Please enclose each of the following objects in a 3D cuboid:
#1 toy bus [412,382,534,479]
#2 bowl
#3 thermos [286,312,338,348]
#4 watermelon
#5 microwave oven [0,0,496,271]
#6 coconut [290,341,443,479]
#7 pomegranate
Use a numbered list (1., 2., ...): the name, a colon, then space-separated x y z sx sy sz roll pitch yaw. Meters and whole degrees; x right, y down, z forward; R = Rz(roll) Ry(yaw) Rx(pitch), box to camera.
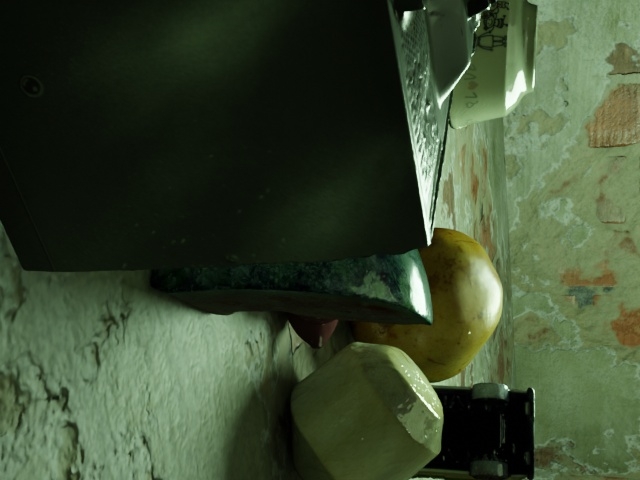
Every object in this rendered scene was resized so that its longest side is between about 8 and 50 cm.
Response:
1. toy bus: 0.175 0.306 1.523 0.179 0.306 0.143 75 17 -70
2. bowl: 0.254 -0.282 1.423 0.238 0.127 0.237 2 90 -78
3. thermos: -0.005 0.006 1.217 0.110 0.136 0.330 -31 153 -27
4. watermelon: -0.027 0.018 1.054 0.226 0.319 0.148 143 -47 -61
5. microwave oven: -0.048 -0.201 0.771 0.432 0.375 0.236 -73 154 -51
6. coconut: 0.054 0.258 1.334 0.202 0.222 0.202 47 10 -11
7. pomegranate: 0.173 0.103 1.577 0.264 0.265 0.264 0 90 -71
